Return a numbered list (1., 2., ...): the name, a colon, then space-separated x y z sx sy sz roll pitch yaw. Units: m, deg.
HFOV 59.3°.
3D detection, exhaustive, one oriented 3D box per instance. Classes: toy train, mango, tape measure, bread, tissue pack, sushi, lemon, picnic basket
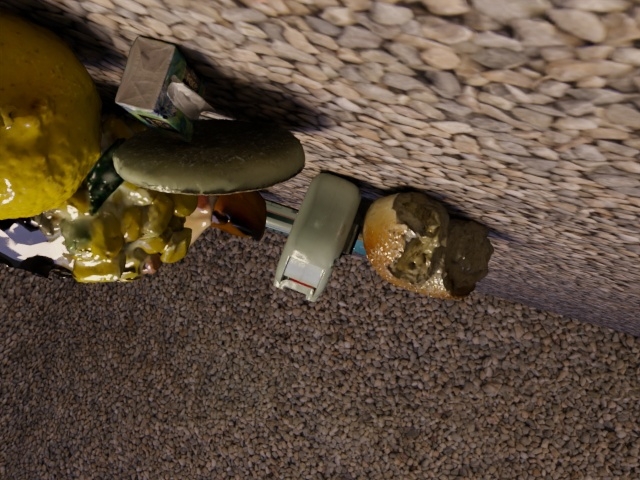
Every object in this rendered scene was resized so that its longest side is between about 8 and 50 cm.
1. toy train: -0.216 -0.098 1.827 0.407 0.088 0.086 19 176 -5
2. mango: -0.277 -0.103 1.561 0.287 0.153 0.201 20 172 -39
3. tape measure: 0.000 0.000 1.121 0.125 0.243 0.246 21 175 -3
4. bread: -0.148 -0.123 0.763 0.266 0.040 0.267 0 -154 0
5. bread: 0.177 0.011 1.084 0.192 0.171 0.314 8 170 42
6. tissue pack: -0.176 -0.175 0.675 0.079 0.085 0.111 15 175 10
7. sushi: -0.396 -0.082 0.977 0.285 0.328 0.328 16 -178 22
8. lemon: -0.424 -0.159 0.715 0.268 0.268 0.321 21 180 -44
9. picnic basket: 0.069 -0.052 1.305 0.164 0.080 0.115 14 173 34

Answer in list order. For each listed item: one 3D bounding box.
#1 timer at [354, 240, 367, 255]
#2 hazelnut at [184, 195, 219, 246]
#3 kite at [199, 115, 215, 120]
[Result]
1. timer: 0.184 -0.020 1.493 0.231 0.091 0.250 17 164 14
2. hazelnut: -0.327 -0.091 1.241 0.241 0.261 0.261 25 178 14
3. kite: -0.186 -0.184 1.071 0.169 0.015 0.310 17 175 -4
